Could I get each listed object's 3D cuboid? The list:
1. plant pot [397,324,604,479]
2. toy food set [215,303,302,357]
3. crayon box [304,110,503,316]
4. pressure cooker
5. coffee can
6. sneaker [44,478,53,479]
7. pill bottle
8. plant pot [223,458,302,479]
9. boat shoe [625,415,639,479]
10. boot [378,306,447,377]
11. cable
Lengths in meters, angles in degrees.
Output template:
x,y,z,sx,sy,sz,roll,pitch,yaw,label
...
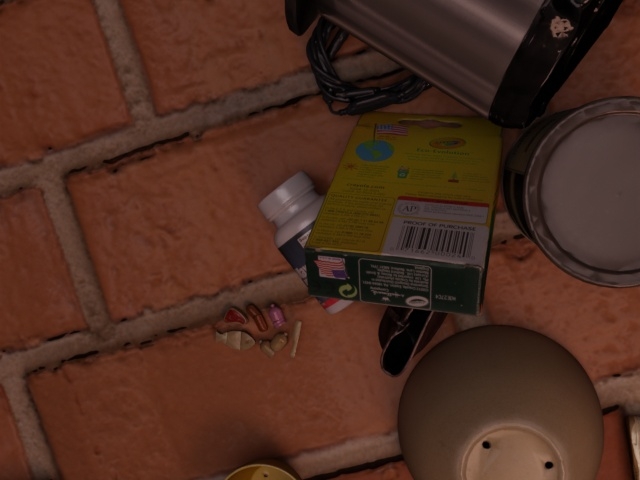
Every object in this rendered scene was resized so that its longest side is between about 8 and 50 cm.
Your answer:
x,y,z,sx,sy,sz,roll,pitch,yaw,label
0.239,0.269,1.109,0.284,0.191,0.284,1,97,7,plant pot
-0.087,0.125,1.220,0.122,0.019,0.078,14,98,13,toy food set
0.118,-0.049,1.055,0.202,0.318,0.081,6,130,14,crayon box
0.153,-0.377,0.947,0.420,0.370,0.375,34,124,10,pressure cooker
0.330,-0.064,1.018,0.202,0.275,0.201,1,97,7,coffee can
-0.454,0.401,1.263,0.262,0.099,0.121,18,91,-3,sneaker
0.000,0.000,1.149,0.108,0.108,0.180,-38,90,9,pill bottle
-0.075,0.364,1.204,0.134,0.095,0.134,1,97,6,plant pot
0.456,0.321,1.153,0.059,0.063,0.170,-8,95,13,boat shoe
0.154,0.051,1.086,0.090,0.207,0.248,30,99,3,boot
0.077,-0.255,1.148,0.185,0.047,0.150,-18,86,4,cable
